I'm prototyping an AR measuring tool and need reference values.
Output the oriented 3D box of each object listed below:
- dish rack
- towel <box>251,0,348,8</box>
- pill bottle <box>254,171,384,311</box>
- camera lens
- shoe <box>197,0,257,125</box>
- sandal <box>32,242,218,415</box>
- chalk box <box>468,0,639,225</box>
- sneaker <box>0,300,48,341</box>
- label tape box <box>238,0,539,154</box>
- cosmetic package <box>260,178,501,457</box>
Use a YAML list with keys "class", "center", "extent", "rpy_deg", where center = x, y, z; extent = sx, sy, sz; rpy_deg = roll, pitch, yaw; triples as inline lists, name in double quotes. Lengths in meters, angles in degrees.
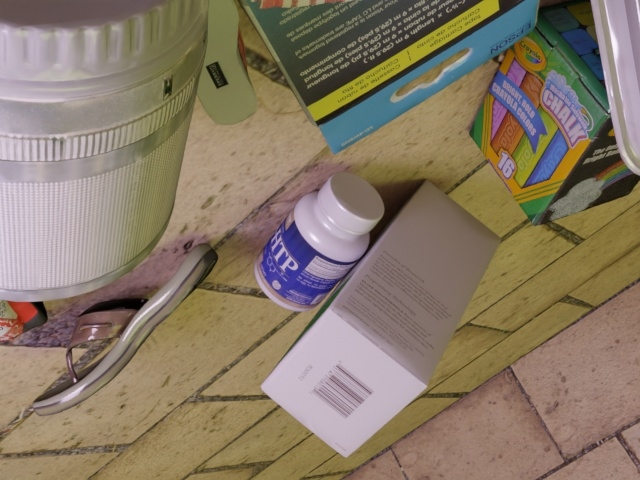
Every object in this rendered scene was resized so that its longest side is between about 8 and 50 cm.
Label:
- class: "dish rack"
  center: [0.427, -0.241, 0.854]
  extent: [0.333, 0.285, 0.072]
  rpy_deg: [-22, -166, -33]
- class: "towel"
  center: [0.045, -0.229, 0.534]
  extent: [0.197, 0.029, 0.144]
  rpy_deg: [-16, 150, -29]
- class: "pill bottle"
  center: [0.000, 0.000, 1.061]
  extent: [0.112, 0.112, 0.186]
  rpy_deg: [-4, 144, -42]
- class: "camera lens"
  center: [-0.197, -0.105, 0.543]
  extent: [0.219, 0.219, 0.274]
  rpy_deg: [-15, 151, -27]
- class: "shoe"
  center: [-0.100, -0.179, 0.669]
  extent: [0.064, 0.081, 0.178]
  rpy_deg: [-20, 151, -2]
- class: "sandal"
  center: [-0.259, 0.104, 1.027]
  extent: [0.303, 0.086, 0.120]
  rpy_deg: [-46, -173, -2]
- class: "chalk box"
  center: [0.342, -0.187, 0.995]
  extent: [0.180, 0.179, 0.289]
  rpy_deg: [-17, 151, -22]
- class: "sneaker"
  center: [-0.380, 0.048, 0.788]
  extent: [0.145, 0.090, 0.270]
  rpy_deg: [-26, 157, -13]
- class: "label tape box"
  center: [0.049, -0.245, 0.666]
  extent: [0.249, 0.115, 0.347]
  rpy_deg: [-31, 156, 3]
- class: "cosmetic package"
  center: [0.096, 0.094, 1.097]
  extent: [0.197, 0.155, 0.365]
  rpy_deg: [-52, 179, 37]
